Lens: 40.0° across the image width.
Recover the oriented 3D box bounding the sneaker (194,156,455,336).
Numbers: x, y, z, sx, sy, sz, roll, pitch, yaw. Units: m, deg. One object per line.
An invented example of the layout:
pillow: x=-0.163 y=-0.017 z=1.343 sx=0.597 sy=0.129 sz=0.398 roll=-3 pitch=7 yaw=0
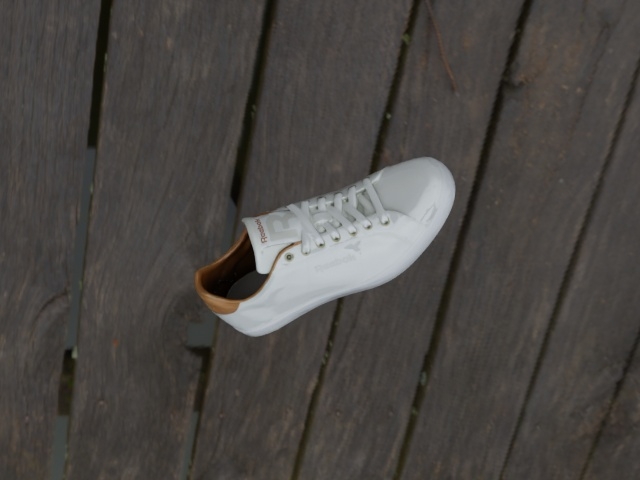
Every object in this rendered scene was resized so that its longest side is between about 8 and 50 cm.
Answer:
sneaker: x=0.000 y=0.000 z=0.893 sx=0.290 sy=0.106 sz=0.123 roll=-34 pitch=144 yaw=13
